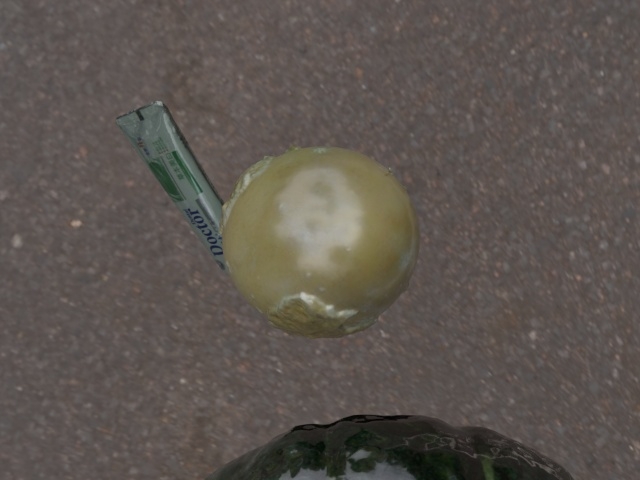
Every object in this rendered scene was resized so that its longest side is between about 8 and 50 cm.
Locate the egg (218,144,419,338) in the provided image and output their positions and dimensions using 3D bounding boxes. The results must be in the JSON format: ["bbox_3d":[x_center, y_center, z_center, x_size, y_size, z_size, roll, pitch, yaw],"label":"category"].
[{"bbox_3d":[-0.003,0.002,0.913,0.201,0.164,0.164,-1,64,63],"label":"egg"}]

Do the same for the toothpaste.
[{"bbox_3d":[-0.121,-0.040,1.072,0.064,0.218,0.041,-15,30,34],"label":"toothpaste"}]

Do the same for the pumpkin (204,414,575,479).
[{"bbox_3d":[0.025,0.163,0.464,0.211,0.211,0.152,-17,51,18],"label":"pumpkin"}]
